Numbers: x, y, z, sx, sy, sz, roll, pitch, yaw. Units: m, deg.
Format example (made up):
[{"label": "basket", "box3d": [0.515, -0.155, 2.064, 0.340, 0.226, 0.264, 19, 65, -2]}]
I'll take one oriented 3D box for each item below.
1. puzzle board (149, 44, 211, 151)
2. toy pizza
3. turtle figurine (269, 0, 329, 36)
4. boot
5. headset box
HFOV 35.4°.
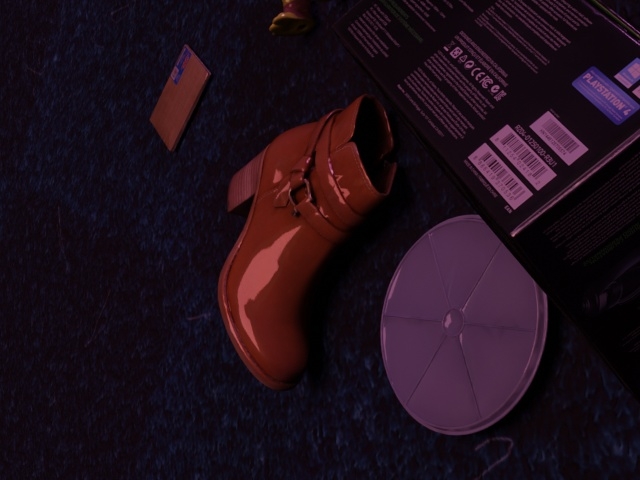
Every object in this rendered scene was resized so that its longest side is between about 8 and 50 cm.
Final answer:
[{"label": "puzzle board", "box3d": [-0.199, -0.202, 1.425, 0.128, 0.011, 0.096, -60, 40, 21]}, {"label": "toy pizza", "box3d": [0.132, 0.077, 0.919, 0.201, 0.032, 0.201, -18, 66, 47]}, {"label": "turtle figurine", "box3d": [-0.048, -0.358, 1.216, 0.269, 0.087, 0.217, -30, 65, 33]}, {"label": "boot", "box3d": [0.000, 0.000, 1.065, 0.220, 0.109, 0.283, -28, 53, 40]}, {"label": "headset box", "box3d": [0.172, -0.048, 0.705, 0.131, 0.283, 0.246, -39, 46, 7]}]
